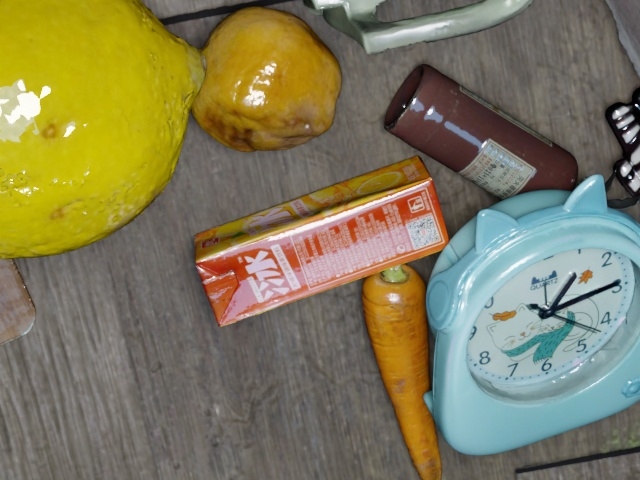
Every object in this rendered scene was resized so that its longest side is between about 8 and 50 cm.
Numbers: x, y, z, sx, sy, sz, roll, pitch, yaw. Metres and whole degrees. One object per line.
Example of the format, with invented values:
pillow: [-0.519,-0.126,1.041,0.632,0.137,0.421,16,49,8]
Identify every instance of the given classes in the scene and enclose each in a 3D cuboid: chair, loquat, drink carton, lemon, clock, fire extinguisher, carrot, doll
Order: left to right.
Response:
lemon: [-0.246,-0.111,1.370,0.310,0.258,0.258,-7,106,-3]
loquat: [-0.046,-0.139,1.458,0.137,0.113,0.137,1,88,-22]
drink carton: [0.000,0.000,1.501,0.223,0.096,0.071,-19,106,1]
chair: [0.066,-0.273,1.339,0.190,0.275,0.203,-13,108,-1]
carrot: [0.082,0.126,1.572,0.061,0.061,0.257,-11,116,-1]
fire extinguisher: [0.176,-0.079,1.495,0.231,0.071,0.099,29,141,-10]
clock: [0.196,0.055,1.478,0.223,0.094,0.274,-16,129,-12]
doll: [0.334,-0.039,1.530,0.091,0.067,0.219,-33,100,-5]

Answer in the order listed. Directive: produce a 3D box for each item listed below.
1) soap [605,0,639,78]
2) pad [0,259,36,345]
soap: [0.275,-0.208,1.407,0.302,0.159,0.258,18,90,-7]
pad: [-0.436,0.011,1.495,0.284,0.018,0.286,-24,106,-7]
